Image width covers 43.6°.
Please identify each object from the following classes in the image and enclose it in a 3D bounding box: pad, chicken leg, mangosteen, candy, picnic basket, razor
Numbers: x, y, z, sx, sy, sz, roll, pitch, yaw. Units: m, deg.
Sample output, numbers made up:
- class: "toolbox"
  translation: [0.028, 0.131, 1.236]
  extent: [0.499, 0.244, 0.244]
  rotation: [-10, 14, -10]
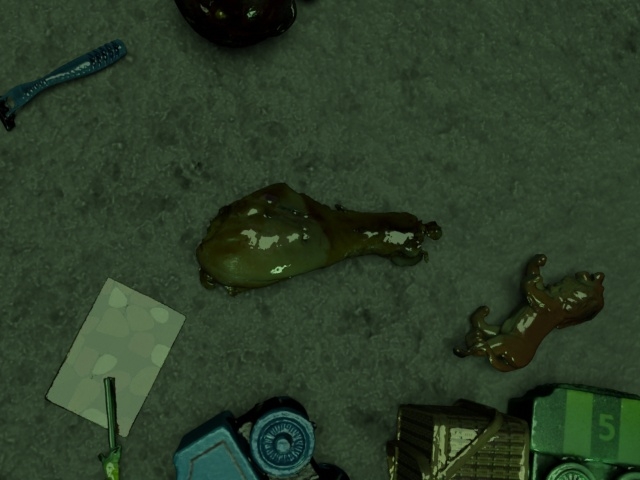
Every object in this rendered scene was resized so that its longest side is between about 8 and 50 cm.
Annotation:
- class: "pad"
  translation: [-0.352, 0.201, 1.382]
  extent: [0.158, 0.003, 0.235]
  rotation: [27, 80, -3]
- class: "chicken leg"
  translation: [0.000, 0.000, 1.392]
  extent: [0.429, 0.153, 0.201]
  rotation: [-1, 95, -14]
- class: "mangosteen"
  translation: [-0.125, -0.458, 1.404]
  extent: [0.289, 0.231, 0.231]
  rotation: [-21, 85, -44]
- class: "candy"
  translation: [-0.348, 0.361, 1.336]
  extent: [0.077, 0.073, 0.262]
  rotation: [-11, 78, 20]
- class: "picnic basket"
  translation: [0.210, 0.421, 1.312]
  extent: [0.175, 0.228, 0.313]
  rotation: [6, 83, -9]
- class: "razor"
  translation: [-0.459, -0.286, 1.411]
  extent: [0.253, 0.042, 0.082]
  rotation: [-29, 86, -10]

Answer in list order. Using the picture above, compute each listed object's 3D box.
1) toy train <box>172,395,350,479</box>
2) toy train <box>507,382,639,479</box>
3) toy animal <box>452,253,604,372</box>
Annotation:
- class: "toy train"
  translation: [-0.088, 0.419, 1.302]
  extent: [0.265, 0.188, 0.300]
  rotation: [-31, 90, -5]
- class: "toy train"
  translation: [0.464, 0.371, 1.382]
  extent: [0.299, 0.167, 0.238]
  rotation: [9, 76, -7]
- class: "toy animal"
  translation: [0.383, 0.143, 1.436]
  extent: [0.312, 0.097, 0.157]
  rotation: [-42, 96, -8]
